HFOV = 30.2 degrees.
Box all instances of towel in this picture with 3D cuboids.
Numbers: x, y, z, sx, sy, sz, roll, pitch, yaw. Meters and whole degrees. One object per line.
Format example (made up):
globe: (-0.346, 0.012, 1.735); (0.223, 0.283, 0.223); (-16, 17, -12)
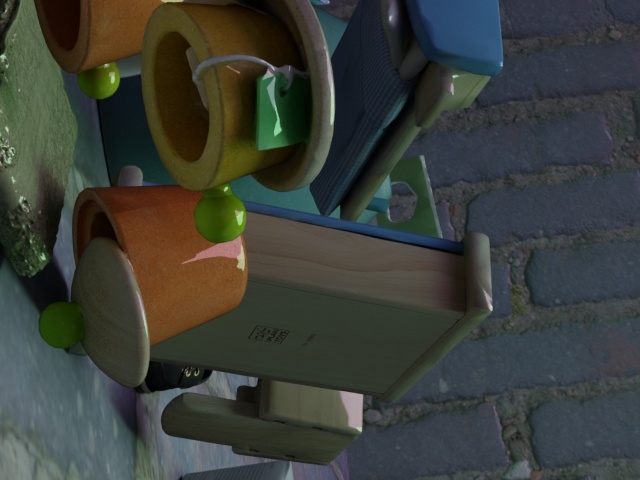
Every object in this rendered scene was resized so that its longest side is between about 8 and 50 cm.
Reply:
towel: (-0.152, -0.063, 0.595); (0.148, 0.027, 0.110); (-96, 177, -50)

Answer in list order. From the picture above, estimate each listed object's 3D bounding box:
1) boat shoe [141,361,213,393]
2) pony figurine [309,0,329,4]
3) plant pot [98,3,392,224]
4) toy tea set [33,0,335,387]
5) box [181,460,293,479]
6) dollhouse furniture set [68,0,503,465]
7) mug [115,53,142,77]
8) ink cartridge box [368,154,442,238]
boat shoe: (-0.106, 0.084, 0.860); (0.133, 0.042, 0.049); (41, 43, -82)
pony figurine: (-0.013, -0.327, 0.911); (0.351, 0.363, 0.303); (44, 66, -40)
plant pot: (-0.048, -0.086, 0.966); (0.290, 0.195, 0.290); (-9, 90, -87)
toy tea set: (-0.096, -0.102, 0.455); (0.200, 0.124, 0.336); (1, -78, 61)
box: (-0.058, 0.225, 0.870); (0.102, 0.087, 0.101); (-55, 136, -85)
dollhouse furniture set: (-0.037, -0.057, 0.749); (0.286, 0.198, 0.303); (125, -28, -55)
mug: (-0.110, -0.184, 0.710); (0.169, 0.150, 0.113); (-102, -152, -51)
ink cartridge box: (0.000, 0.000, 1.174); (0.171, 0.235, 0.056); (-94, 171, -58)
